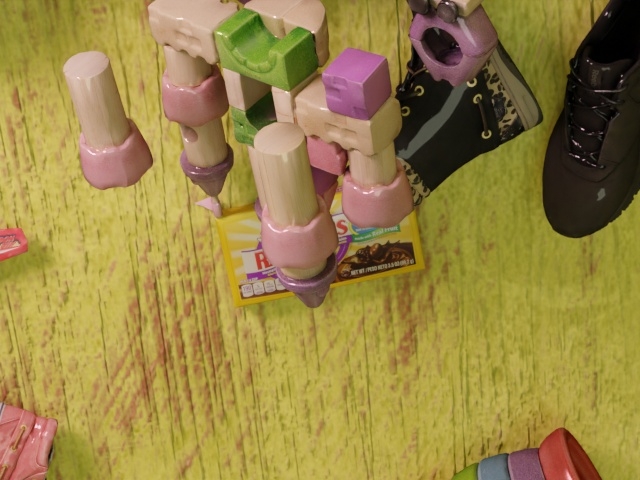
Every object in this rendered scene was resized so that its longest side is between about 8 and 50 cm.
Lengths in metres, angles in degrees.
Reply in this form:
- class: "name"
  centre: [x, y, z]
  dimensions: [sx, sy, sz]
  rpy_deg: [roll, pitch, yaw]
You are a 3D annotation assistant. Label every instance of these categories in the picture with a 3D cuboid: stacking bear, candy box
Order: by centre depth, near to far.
- class: "candy box"
  centre: [0.000, 0.000, 1.538]
  dimensions: [0.206, 0.027, 0.105]
  rpy_deg: [-12, 109, -1]
- class: "stacking bear"
  centre: [0.172, 0.334, 1.630]
  dimensions: [0.289, 0.175, 0.164]
  rpy_deg: [-27, 115, 13]

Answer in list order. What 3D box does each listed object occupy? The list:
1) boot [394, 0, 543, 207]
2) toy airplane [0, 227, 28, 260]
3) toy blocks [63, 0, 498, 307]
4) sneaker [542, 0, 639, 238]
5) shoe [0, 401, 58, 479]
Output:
- class: "boot"
  centre: [0.090, -0.153, 1.444]
  dimensions: [0.178, 0.085, 0.236]
  rpy_deg: [-39, 115, 2]
- class: "toy airplane"
  centre: [-0.377, -0.009, 1.493]
  dimensions: [0.151, 0.028, 0.151]
  rpy_deg: [-3, 112, -6]
- class: "toy blocks"
  centre: [-0.023, -0.095, 1.371]
  dimensions: [0.309, 0.289, 0.260]
  rpy_deg: [-45, 142, -31]
- class: "sneaker"
  centre: [0.275, -0.137, 1.443]
  dimensions: [0.109, 0.130, 0.286]
  rpy_deg: [24, 107, 26]
- class: "shoe"
  centre: [-0.338, 0.261, 1.589]
  dimensions: [0.081, 0.063, 0.178]
  rpy_deg: [16, 106, -7]
